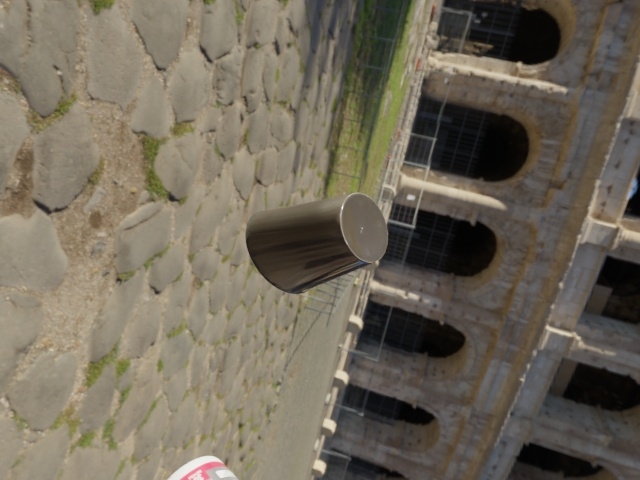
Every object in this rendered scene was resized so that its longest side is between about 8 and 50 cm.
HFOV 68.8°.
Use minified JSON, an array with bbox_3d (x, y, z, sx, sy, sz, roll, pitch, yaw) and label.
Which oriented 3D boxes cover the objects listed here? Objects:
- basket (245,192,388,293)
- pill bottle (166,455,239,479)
[{"bbox_3d":[0.000,0.000,0.891,0.204,0.227,0.154,44,50,-25],"label":"basket"},{"bbox_3d":[-0.164,0.570,0.863,0.176,0.318,0.176,-28,131,-38],"label":"pill bottle"}]
